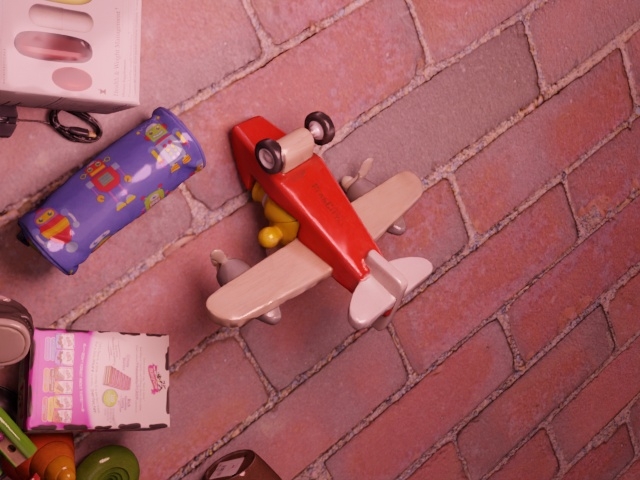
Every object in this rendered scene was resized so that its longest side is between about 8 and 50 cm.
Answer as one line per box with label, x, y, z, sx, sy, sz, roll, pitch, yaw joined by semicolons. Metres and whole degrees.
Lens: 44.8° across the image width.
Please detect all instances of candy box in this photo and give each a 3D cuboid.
candy box;-0.366;0.231;1.267;0.233;0.071;0.159;9;69;-34

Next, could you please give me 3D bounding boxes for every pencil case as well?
pencil case;-0.323;-0.073;1.213;0.306;0.119;0.133;-43;164;-16

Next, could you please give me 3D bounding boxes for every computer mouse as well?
computer mouse;-0.441;-0.175;1.154;0.242;0.041;0.071;0;103;-34

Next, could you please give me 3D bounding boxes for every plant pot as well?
plant pot;-0.131;0.528;1.484;0.215;0.215;0.230;-28;103;-24

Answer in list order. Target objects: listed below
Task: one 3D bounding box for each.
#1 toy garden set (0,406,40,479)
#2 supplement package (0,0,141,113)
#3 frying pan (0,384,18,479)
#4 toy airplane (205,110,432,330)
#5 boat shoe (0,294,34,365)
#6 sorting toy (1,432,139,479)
toy garden set;-0.530;0.384;1.164;0.244;0.049;0.204;-35;102;7
supplement package;-0.371;-0.286;1.082;0.203;0.149;0.194;0;92;-33
frying pan;-0.523;0.263;1.232;0.197;0.053;0.326;29;90;-37
toy airplane;0.000;0.000;1.355;0.386;0.272;0.385;15;63;-22
boat shoe;-0.589;0.119;1.117;0.335;0.095;0.112;9;112;-22
sorting toy;-0.356;0.419;1.310;0.365;0.126;0.127;44;73;-40
